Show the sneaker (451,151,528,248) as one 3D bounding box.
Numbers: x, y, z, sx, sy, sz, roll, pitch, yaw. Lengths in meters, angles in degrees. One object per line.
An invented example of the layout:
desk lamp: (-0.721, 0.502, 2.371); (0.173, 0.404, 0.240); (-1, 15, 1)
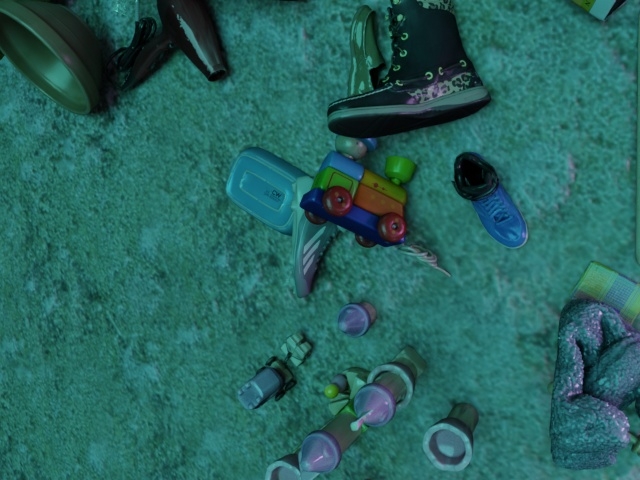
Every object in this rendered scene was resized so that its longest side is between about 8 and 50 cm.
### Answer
sneaker: (0.230, -0.054, 0.750); (0.058, 0.085, 0.152); (-28, 82, 25)

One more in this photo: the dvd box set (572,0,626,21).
dvd box set: (0.225, -0.480, 0.609); (0.062, 0.307, 0.420); (-42, 74, -12)

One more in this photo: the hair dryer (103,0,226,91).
hair dryer: (-0.277, -0.361, 0.995); (0.294, 0.080, 0.223); (28, 122, 27)

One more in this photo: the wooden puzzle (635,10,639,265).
wooden puzzle: (0.533, -0.127, 0.599); (0.322, 0.080, 0.347); (1, 95, 26)

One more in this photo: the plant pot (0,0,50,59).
plant pot: (-0.634, -0.525, 1.056); (0.254, 0.276, 0.276); (-24, 83, 14)

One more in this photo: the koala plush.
koala plush: (0.392, 0.172, 0.637); (0.221, 0.196, 0.203); (4, 64, 26)

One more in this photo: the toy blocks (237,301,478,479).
toy blocks: (0.013, 0.266, 0.785); (0.309, 0.260, 0.288); (47, 112, 15)

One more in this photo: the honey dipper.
honey dipper: (0.381, 0.241, 0.734); (0.161, 0.030, 0.030); (34, 108, 24)

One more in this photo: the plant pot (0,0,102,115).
plant pot: (-0.495, -0.363, 1.036); (0.237, 0.237, 0.109); (27, 66, 22)

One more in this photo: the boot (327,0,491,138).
boot: (0.103, -0.243, 0.751); (0.236, 0.085, 0.178); (-13, 84, -15)

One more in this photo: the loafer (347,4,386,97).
loafer: (0.074, -0.276, 0.828); (0.050, 0.056, 0.148); (10, 108, 24)

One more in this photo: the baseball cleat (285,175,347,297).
baseball cleat: (0.000, 0.000, 0.875); (0.110, 0.072, 0.205); (1, 113, 0)

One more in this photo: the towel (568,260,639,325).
towel: (0.383, 0.070, 0.728); (0.083, 0.009, 0.060); (29, 105, 20)

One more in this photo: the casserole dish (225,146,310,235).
casserole dish: (-0.090, -0.084, 0.931); (0.188, 0.037, 0.114); (32, 108, 19)

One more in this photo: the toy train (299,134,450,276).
toy train: (0.107, -0.058, 0.811); (0.248, 0.105, 0.143); (24, 77, -15)
